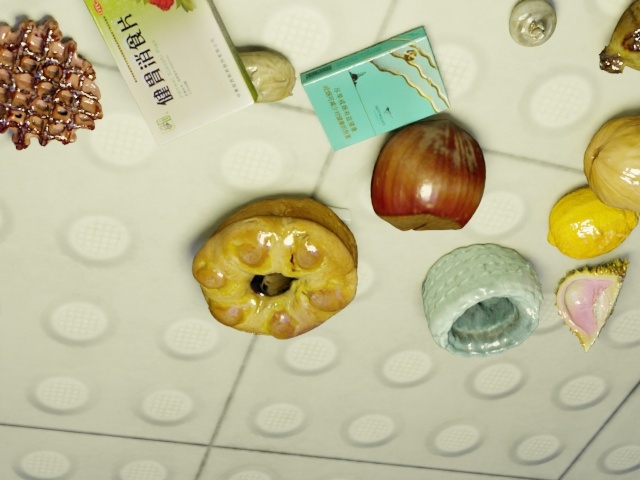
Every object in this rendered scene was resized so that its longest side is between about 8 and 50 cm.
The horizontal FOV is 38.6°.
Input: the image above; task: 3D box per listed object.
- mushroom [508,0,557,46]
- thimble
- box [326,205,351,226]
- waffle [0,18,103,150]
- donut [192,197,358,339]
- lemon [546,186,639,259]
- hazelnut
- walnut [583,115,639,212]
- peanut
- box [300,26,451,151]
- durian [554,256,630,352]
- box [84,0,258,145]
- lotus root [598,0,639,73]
[{"bbox_3d":[0.362,-0.361,1.542,0.085,0.079,0.085,-6,130,-7],"label":"mushroom"},{"bbox_3d":[0.339,0.127,1.912,0.250,0.172,0.205,-20,129,11],"label":"thimble"},{"bbox_3d":[0.000,0.000,1.833,0.084,0.040,0.154,7,129,-14],"label":"box"},{"bbox_3d":[-0.477,-0.254,1.526,0.221,0.055,0.234,-21,126,12],"label":"waffle"},{"bbox_3d":[-0.083,0.057,1.763,0.317,0.150,0.299,4,127,7],"label":"donut"},{"bbox_3d":[0.539,-0.037,1.815,0.187,0.142,0.142,-18,133,23],"label":"lemon"},{"bbox_3d":[0.199,-0.118,1.687,0.212,0.180,0.181,9,160,-16],"label":"hazelnut"},{"bbox_3d":[0.605,-0.137,1.704,0.226,0.193,0.193,15,128,-11],"label":"walnut"},{"bbox_3d":[-0.144,-0.278,1.538,0.214,0.099,0.099,6,130,-6],"label":"peanut"},{"bbox_3d":[0.100,-0.263,1.614,0.229,0.041,0.162,-20,132,10],"label":"box"},{"bbox_3d":[0.601,0.126,1.982,0.165,0.132,0.182,-22,121,-4],"label":"durian"},{"bbox_3d":[-0.232,-0.303,1.446,0.175,0.062,0.260,-22,106,11],"label":"box"},{"bbox_3d":[0.591,-0.362,1.547,0.260,0.128,0.145,-28,139,17],"label":"lotus root"}]
